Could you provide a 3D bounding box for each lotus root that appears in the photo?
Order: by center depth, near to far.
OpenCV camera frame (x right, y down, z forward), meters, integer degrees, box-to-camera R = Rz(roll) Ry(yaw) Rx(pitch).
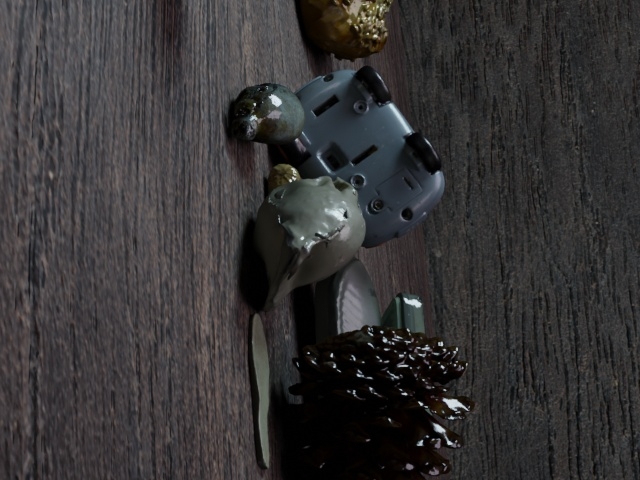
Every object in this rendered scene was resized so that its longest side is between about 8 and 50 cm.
[{"bbox_3d":[-0.070,-0.164,1.594,0.165,0.088,0.088,-19,100,-69],"label":"lotus root"}]

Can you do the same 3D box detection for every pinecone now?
[{"bbox_3d":[0.070,0.247,1.591,0.246,0.246,0.292,-55,155,-75],"label":"pinecone"}]

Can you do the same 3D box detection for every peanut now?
[{"bbox_3d":[-0.047,-0.050,1.693,0.054,0.053,0.113,21,60,-78],"label":"peanut"}]

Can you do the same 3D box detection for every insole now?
[{"bbox_3d":[-0.072,0.179,1.475,0.063,0.010,0.192,57,26,-66],"label":"insole"}]

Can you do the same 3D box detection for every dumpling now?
[{"bbox_3d":[-0.027,0.011,1.571,0.247,0.142,0.173,-49,163,-59],"label":"dumpling"}]

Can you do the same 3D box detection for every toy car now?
[{"bbox_3d":[0.056,-0.112,1.831,0.270,0.180,0.212,53,-6,12],"label":"toy car"}]

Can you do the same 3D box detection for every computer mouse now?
[{"bbox_3d":[0.045,0.183,1.803,0.197,0.095,0.331,32,55,-76],"label":"computer mouse"}]

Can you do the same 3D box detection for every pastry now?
[{"bbox_3d":[0.053,-0.456,2.256,0.311,0.161,0.255,-65,143,-73],"label":"pastry"}]

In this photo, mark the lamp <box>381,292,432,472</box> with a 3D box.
[{"bbox_3d":[0.103,0.252,1.844,0.266,0.047,0.269,114,-21,-53],"label":"lamp"}]
